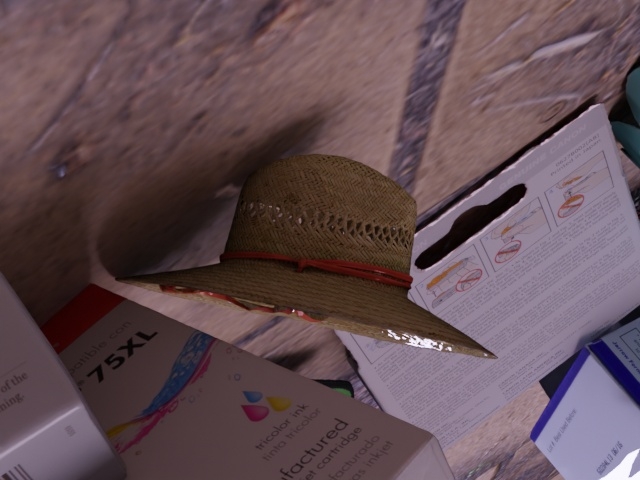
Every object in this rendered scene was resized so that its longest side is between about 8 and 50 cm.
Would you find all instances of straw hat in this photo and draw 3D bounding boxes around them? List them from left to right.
[{"bbox_3d":[0.000,0.000,0.643,0.144,0.144,0.061,29,72,-73],"label":"straw hat"}]

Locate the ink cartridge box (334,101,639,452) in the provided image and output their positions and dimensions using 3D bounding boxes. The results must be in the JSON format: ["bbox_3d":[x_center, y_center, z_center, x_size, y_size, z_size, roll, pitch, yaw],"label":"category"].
[{"bbox_3d":[0.090,0.017,0.964,0.181,0.056,0.225,-36,146,-2],"label":"ink cartridge box"}]

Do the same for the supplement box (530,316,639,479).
[{"bbox_3d":[0.260,0.092,1.103,0.220,0.114,0.111,-25,154,-30],"label":"supplement box"}]

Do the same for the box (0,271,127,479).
[{"bbox_3d":[-0.123,0.052,0.496,0.101,0.087,0.102,-34,165,-10],"label":"box"}]

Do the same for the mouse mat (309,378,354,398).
[{"bbox_3d":[-0.048,0.159,0.886,0.152,0.007,0.190,9,99,-54],"label":"mouse mat"}]

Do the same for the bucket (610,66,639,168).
[{"bbox_3d":[0.308,-0.070,0.899,0.281,0.183,0.281,-34,164,-11],"label":"bucket"}]

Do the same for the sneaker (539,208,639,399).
[{"bbox_3d":[0.229,0.042,1.218,0.145,0.090,0.270,-31,161,-12],"label":"sneaker"}]

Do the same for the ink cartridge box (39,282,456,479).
[{"bbox_3d":[-0.070,0.098,0.584,0.134,0.231,0.078,-43,127,-24],"label":"ink cartridge box"}]
